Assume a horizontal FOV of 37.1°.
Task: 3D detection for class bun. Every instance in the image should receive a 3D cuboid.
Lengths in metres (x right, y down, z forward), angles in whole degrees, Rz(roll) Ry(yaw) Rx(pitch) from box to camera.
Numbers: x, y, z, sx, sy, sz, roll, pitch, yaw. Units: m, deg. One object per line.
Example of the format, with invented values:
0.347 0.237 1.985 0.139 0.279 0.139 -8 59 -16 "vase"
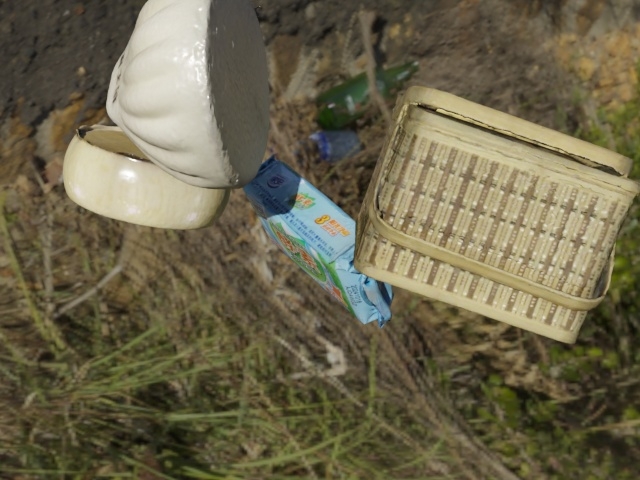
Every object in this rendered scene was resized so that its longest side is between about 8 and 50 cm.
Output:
-0.171 -0.185 1.132 0.263 0.175 0.263 -4 90 -78 "bun"

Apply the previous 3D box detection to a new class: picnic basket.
0.165 -0.042 0.961 0.228 0.313 0.175 19 101 -1 "picnic basket"

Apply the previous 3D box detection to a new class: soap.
0.000 0.000 1.360 0.077 0.293 0.156 -40 141 -13 "soap"

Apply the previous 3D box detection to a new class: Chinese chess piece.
-0.265 -0.099 1.471 0.257 0.257 0.104 2 109 -42 "Chinese chess piece"
